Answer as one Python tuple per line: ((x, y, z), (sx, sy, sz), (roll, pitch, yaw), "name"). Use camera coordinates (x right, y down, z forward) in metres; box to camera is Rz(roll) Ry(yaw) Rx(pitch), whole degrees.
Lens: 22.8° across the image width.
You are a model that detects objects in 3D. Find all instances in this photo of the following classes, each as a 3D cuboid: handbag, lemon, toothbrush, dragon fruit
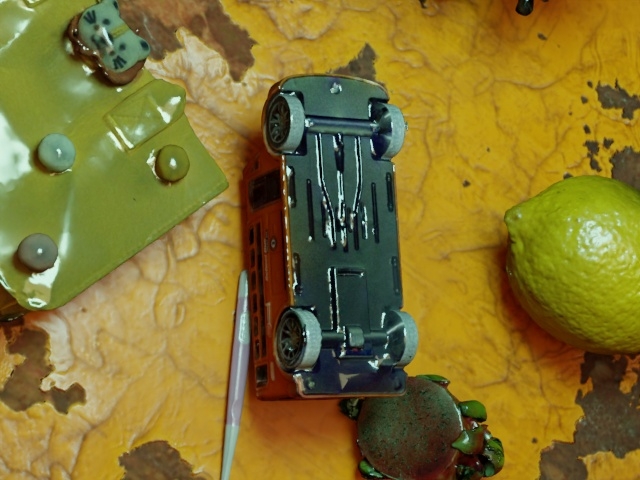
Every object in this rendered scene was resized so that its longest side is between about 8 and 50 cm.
((-0.295, -0.149, 1.550), (0.283, 0.133, 0.401), (-35, 96, -30), "handbag")
((0.308, 0.029, 1.745), (0.256, 0.188, 0.188), (32, 70, -19), "lemon")
((-0.088, 0.170, 1.636), (0.020, 0.025, 0.287), (10, 77, -21), "toothbrush")
((0.117, 0.216, 1.676), (0.175, 0.142, 0.138), (29, 111, -36), "dragon fruit")

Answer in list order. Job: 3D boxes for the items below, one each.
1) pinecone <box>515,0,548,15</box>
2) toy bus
((0.212, -0.426, 1.685), (0.397, 0.397, 0.398), (4, 80, -23), "pinecone")
((0.000, 0.000, 1.629), (0.143, 0.153, 0.329), (1, 80, -30), "toy bus")
